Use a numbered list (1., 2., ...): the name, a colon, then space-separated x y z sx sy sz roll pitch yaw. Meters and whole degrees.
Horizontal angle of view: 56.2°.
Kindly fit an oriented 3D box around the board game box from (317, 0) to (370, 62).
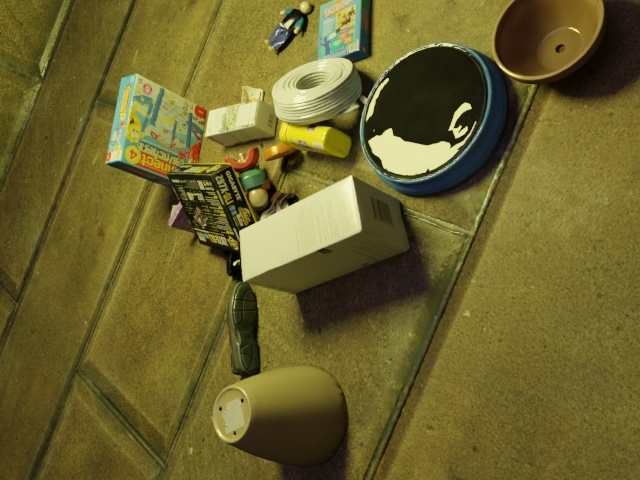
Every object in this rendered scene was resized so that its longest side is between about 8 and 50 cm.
1. board game box: 0.068 -0.619 1.768 0.160 0.047 0.210 -9 72 39

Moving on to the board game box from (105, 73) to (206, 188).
1. board game box: -0.548 -0.356 2.035 0.086 0.308 0.302 -3 76 38

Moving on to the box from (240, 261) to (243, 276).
1. box: -0.176 0.045 1.778 0.179 0.043 0.105 -16 67 38

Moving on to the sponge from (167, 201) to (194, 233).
1. sponge: -0.399 -0.121 1.963 0.210 0.117 0.031 -57 45 12

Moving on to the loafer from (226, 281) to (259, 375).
1. loafer: -0.239 0.256 1.736 0.084 0.096 0.267 -23 65 40

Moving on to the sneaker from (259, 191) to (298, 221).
1. sneaker: -0.115 -0.075 1.721 0.077 0.072 0.178 -5 53 30

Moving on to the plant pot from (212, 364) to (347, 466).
1. plant pot: -0.116 0.423 1.459 0.256 0.274 0.256 -13 69 36

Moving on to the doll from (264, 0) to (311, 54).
1. doll: -0.103 -0.697 1.937 0.189 0.046 0.129 -41 55 24

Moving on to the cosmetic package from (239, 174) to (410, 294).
1. cosmetic package: 0.000 0.000 1.530 0.385 0.217 0.156 -26 61 34

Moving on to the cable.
1. cable: -0.013 -0.418 1.674 0.257 0.089 0.257 -19 38 4

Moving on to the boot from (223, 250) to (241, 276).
1. boot: -0.267 0.049 1.820 0.099 0.045 0.121 134 133 -69

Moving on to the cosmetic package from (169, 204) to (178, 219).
1. cosmetic package: -0.463 -0.089 2.059 0.115 0.041 0.060 5 81 41

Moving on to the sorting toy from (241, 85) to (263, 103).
1. sorting toy: -0.222 -0.467 1.973 0.075 0.045 0.083 -5 73 31

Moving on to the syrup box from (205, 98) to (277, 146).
1. syrup box: -0.257 -0.376 1.936 0.237 0.096 0.093 -3 73 40

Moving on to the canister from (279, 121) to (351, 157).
1. canister: -0.012 -0.286 1.685 0.170 0.126 0.073 19 93 40

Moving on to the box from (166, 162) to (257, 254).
1. box: -0.315 -0.099 1.774 0.079 0.257 0.322 -35 24 -27

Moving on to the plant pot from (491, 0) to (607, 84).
1. plant pot: 0.506 -0.438 1.305 0.237 0.110 0.237 -14 67 37

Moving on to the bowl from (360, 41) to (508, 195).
1. bowl: 0.265 -0.307 1.490 0.391 0.077 0.391 -13 69 37

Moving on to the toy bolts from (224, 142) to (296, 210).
1. toy bolts: -0.161 -0.182 1.749 0.218 0.228 0.158 -20 91 11
